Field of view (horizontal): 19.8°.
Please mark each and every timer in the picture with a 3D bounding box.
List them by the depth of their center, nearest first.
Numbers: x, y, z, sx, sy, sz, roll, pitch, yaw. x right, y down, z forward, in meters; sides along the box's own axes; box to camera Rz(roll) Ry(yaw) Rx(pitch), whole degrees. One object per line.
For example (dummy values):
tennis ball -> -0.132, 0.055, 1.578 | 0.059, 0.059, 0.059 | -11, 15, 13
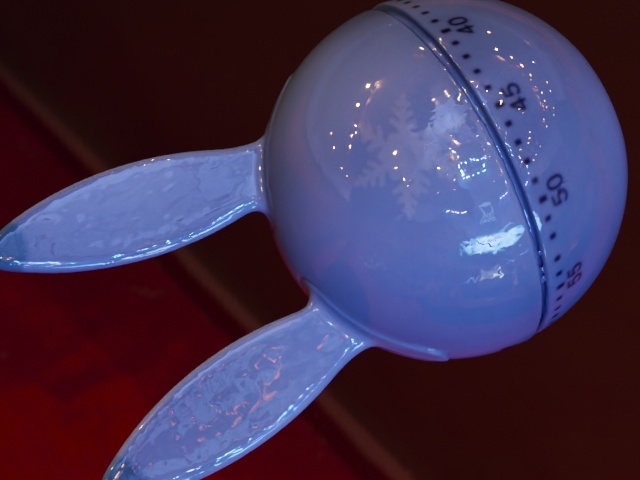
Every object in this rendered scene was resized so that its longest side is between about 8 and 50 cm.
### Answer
timer -> 0.011, -0.003, 0.801 | 0.255, 0.175, 0.175 | -31, 31, 10
